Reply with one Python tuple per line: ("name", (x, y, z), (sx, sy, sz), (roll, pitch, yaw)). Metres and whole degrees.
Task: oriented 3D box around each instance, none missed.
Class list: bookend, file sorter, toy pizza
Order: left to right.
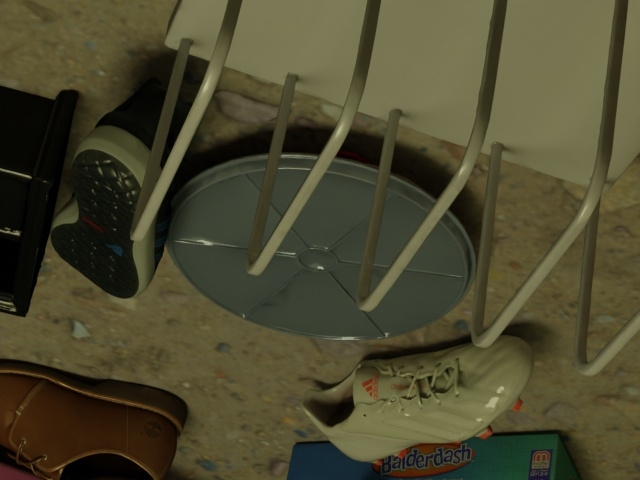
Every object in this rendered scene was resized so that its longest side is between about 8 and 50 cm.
("bookend", (-0.242, -0.039, 1.233), (0.156, 0.072, 0.157), (15, 144, -6))
("toy pizza", (0.000, 0.000, 1.261), (0.201, 0.032, 0.201), (7, 146, 4))
("file sorter", (0.061, -0.065, 1.034), (0.277, 0.173, 0.193), (17, 145, -11))

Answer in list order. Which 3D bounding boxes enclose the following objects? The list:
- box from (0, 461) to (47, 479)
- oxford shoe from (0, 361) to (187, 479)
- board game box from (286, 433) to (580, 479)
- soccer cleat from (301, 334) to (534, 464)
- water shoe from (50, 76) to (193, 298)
("box", (-0.260, 0.256, 1.567), (0.243, 0.117, 0.213), (23, 159, -18))
("oxford shoe", (-0.211, 0.141, 1.477), (0.212, 0.076, 0.076), (7, 147, 8))
("board game box", (0.099, 0.210, 1.515), (0.210, 0.047, 0.160), (-4, 142, 21))
("soccer cleat", (0.065, 0.107, 1.367), (0.076, 0.068, 0.196), (34, 142, -25))
("water shoe", (-0.111, -0.028, 1.207), (0.073, 0.080, 0.203), (37, 156, 2))
